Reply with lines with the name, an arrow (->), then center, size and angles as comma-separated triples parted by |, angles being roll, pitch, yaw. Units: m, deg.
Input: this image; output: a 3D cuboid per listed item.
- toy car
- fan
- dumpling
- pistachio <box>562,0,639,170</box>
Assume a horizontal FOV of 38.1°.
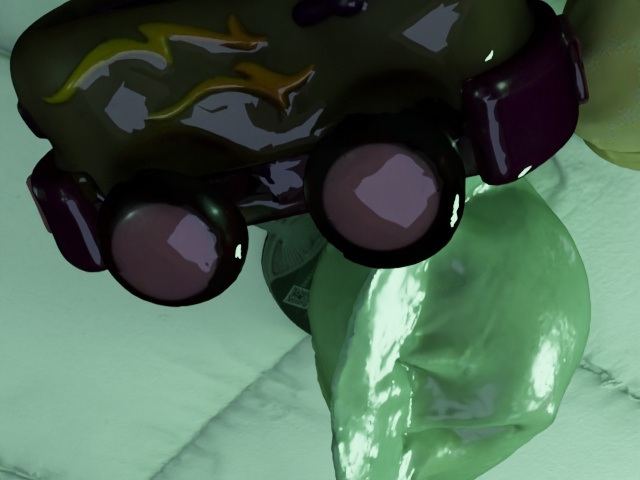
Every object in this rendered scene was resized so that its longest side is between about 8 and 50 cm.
toy car -> -0.028, -0.131, 0.527 | 0.340, 0.271, 0.240 | -14, 113, 13
fan -> 0.011, 0.023, 0.816 | 0.294, 0.012, 0.223 | -2, 134, 1
dumpling -> 0.080, 0.085, 0.742 | 0.270, 0.212, 0.321 | -40, 116, -13
pistachio -> 0.244, -0.142, 0.565 | 0.157, 0.157, 0.229 | 35, 118, -28
